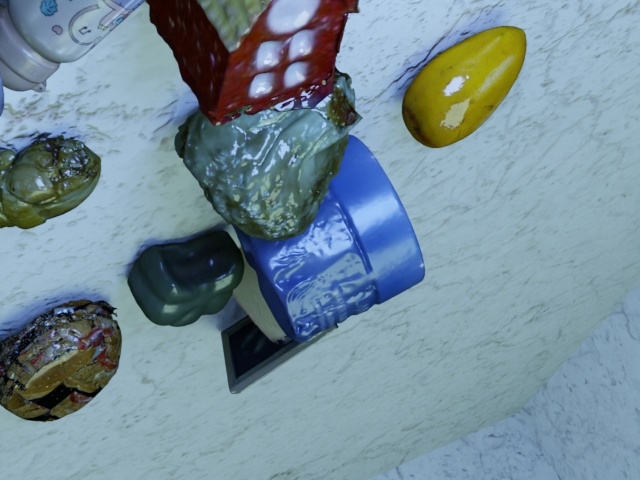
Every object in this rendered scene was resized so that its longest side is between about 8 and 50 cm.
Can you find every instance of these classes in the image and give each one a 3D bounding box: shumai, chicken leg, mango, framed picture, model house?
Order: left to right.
[{"bbox_3d":[-0.367,-0.055,1.508,0.227,0.088,0.103,-22,166,-8],"label":"chicken leg"},{"bbox_3d":[-0.068,-0.270,1.291,0.160,0.196,0.254,-21,155,-21],"label":"model house"},{"bbox_3d":[-0.076,0.155,2.166,0.209,0.019,0.281,-33,-163,1],"label":"framed picture"},{"bbox_3d":[-0.036,-0.130,1.633,0.218,0.189,0.256,-44,160,30],"label":"shumai"},{"bbox_3d":[0.214,-0.227,1.851,0.219,0.112,0.145,-41,154,10],"label":"mango"}]

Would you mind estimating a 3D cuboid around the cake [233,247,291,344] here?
[{"bbox_3d":[-0.045,0.024,2.120,0.158,0.159,0.262,-44,-171,33],"label":"cake"}]

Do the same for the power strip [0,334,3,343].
[{"bbox_3d":[-0.487,0.134,1.812,0.051,0.019,0.136,-30,158,-11],"label":"power strip"}]

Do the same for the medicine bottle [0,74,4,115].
[{"bbox_3d":[-0.435,-0.139,1.125,0.273,0.165,0.165,-23,156,-20],"label":"medicine bottle"}]

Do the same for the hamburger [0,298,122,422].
[{"bbox_3d":[-0.390,0.179,1.912,0.231,0.107,0.231,-28,159,-12],"label":"hamburger"}]

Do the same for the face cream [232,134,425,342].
[{"bbox_3d":[0.000,0.000,1.868,0.225,0.249,0.249,-26,157,-7],"label":"face cream"}]

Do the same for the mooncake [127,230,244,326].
[{"bbox_3d":[-0.199,0.054,1.918,0.175,0.104,0.168,-32,152,-9],"label":"mooncake"}]

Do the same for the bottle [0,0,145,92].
[{"bbox_3d":[-0.254,-0.237,1.252,0.209,0.097,0.110,-38,119,15],"label":"bottle"}]
